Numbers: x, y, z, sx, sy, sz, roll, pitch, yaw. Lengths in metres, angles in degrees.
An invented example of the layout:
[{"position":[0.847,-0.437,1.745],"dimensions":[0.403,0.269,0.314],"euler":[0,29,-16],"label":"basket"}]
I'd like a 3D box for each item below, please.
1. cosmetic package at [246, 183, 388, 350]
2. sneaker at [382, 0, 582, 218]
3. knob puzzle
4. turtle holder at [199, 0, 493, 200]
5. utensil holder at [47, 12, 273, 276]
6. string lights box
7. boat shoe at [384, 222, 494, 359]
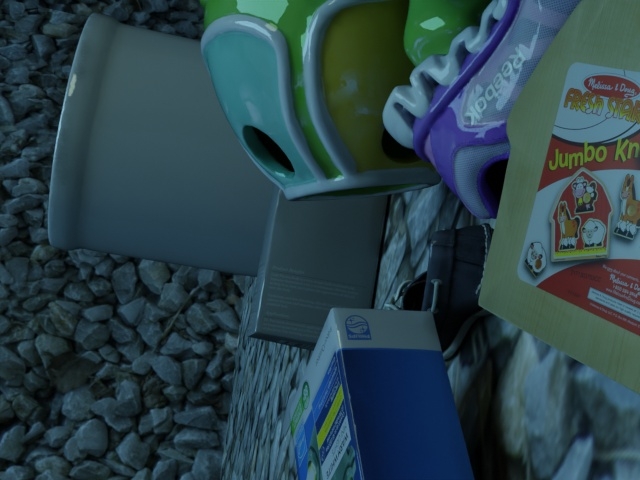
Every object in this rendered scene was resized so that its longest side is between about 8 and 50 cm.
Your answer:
[{"position":[0.000,0.000,1.129],"dimensions":[0.107,0.127,0.238],"euler":[136,146,-76],"label":"cosmetic package"},{"position":[0.131,-0.094,0.528],"dimensions":[0.236,0.095,0.104],"euler":[-51,55,44],"label":"sneaker"},{"position":[0.147,-0.038,0.428],"dimensions":[0.213,0.030,0.213],"euler":[-24,63,59],"label":"knob puzzle"},{"position":[0.049,-0.153,0.793],"dimensions":[0.320,0.243,0.227],"euler":[-6,88,41],"label":"turtle holder"},{"position":[-0.155,-0.114,1.416],"dimensions":[0.327,0.385,0.328],"euler":[-169,90,-82],"label":"utensil holder"},{"position":[0.044,0.184,0.635],"dimensions":[0.133,0.076,0.260],"euler":[110,158,-45],"label":"string lights box"},{"position":[0.081,0.037,0.741],"dimensions":[0.206,0.065,0.075],"euler":[121,158,-68],"label":"boat shoe"}]
